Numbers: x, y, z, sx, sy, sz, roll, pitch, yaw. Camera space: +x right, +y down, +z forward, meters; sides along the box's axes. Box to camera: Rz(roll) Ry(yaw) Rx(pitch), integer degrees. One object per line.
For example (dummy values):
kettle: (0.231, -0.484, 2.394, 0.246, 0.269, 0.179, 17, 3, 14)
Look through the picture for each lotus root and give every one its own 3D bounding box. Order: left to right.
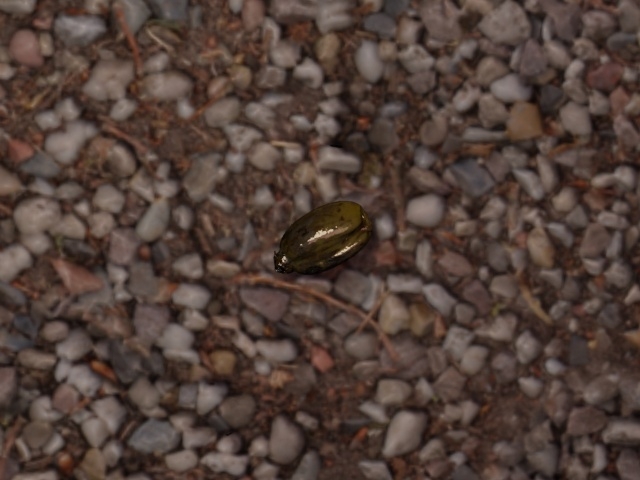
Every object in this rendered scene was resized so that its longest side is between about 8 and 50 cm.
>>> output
lotus root: (0.000, 0.000, 1.064, 0.099, 0.049, 0.054, -28, 119, -1)
